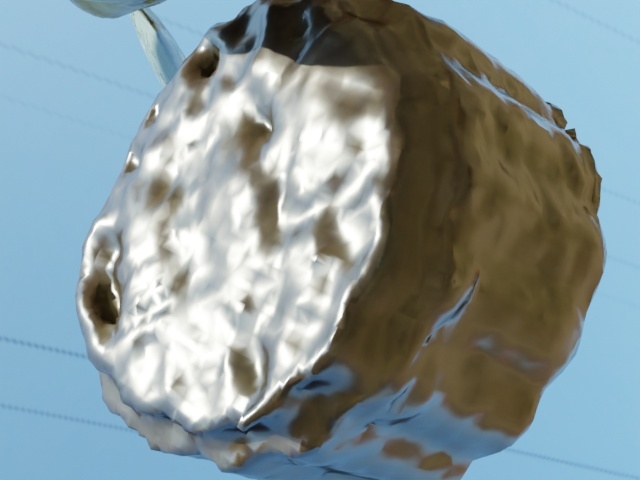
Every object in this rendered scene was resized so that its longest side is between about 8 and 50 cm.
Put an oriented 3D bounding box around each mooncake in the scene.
[{"bbox_3d":[0.000,0.000,0.701,0.187,0.324,0.324,24,-130,-42],"label":"mooncake"}]

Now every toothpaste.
[{"bbox_3d":[-0.120,-0.144,0.859,0.029,0.197,0.048,-36,-102,-4],"label":"toothpaste"}]

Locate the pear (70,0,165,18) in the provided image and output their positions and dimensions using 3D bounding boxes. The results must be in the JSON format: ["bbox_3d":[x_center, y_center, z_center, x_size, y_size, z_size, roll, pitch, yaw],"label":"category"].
[{"bbox_3d":[-0.137,-0.231,0.646,0.200,0.200,0.200,18,-126,-27],"label":"pear"}]
